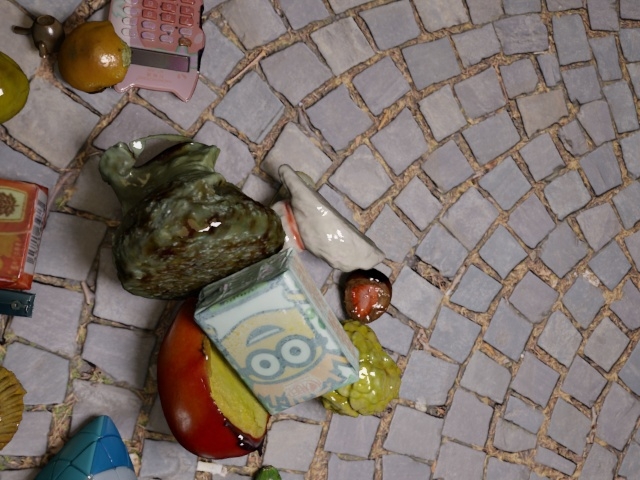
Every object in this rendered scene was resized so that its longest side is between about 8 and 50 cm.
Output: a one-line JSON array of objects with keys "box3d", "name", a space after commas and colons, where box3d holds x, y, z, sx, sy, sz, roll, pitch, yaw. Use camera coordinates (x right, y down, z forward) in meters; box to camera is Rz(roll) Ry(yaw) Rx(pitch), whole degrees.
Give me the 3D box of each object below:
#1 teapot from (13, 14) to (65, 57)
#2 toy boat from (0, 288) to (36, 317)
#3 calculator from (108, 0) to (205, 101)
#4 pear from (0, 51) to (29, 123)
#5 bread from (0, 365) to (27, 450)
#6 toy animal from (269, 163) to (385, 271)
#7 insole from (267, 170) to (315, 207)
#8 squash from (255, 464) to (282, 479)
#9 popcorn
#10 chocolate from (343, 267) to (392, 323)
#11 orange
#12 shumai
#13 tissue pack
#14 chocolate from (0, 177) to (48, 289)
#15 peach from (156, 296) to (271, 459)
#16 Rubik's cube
[{"box3d": [-0.619, -0.450, 1.303, 0.111, 0.080, 0.084, 16, 54, -4], "name": "teapot"}, {"box3d": [-0.687, 0.129, 1.274, 0.141, 0.060, 0.055, 10, 86, -11], "name": "toy boat"}, {"box3d": [-0.381, -0.490, 1.399, 0.220, 0.048, 0.329, 5, 85, -17], "name": "calculator"}, {"box3d": [-0.691, -0.316, 1.238, 0.149, 0.149, 0.162, 42, 81, -13], "name": "pear"}, {"box3d": [-0.735, 0.352, 1.207, 0.240, 0.139, 0.239, 0, 88, -15], "name": "bread"}, {"box3d": [0.000, 0.000, 1.452, 0.266, 0.308, 0.188, 39, 91, 30], "name": "toy animal"}, {"box3d": [-0.117, -0.019, 1.488, 0.119, 0.009, 0.348, 32, 79, -14], "name": "insole"}, {"box3d": [-0.137, 0.652, 1.431, 0.077, 0.068, 0.219, 19, 82, -33], "name": "squash"}, {"box3d": [0.081, 0.321, 1.444, 0.212, 0.259, 0.259, -27, 97, -2], "name": "popcorn"}, {"box3d": [0.115, 0.141, 1.503, 0.127, 0.124, 0.133, 11, 114, -48], "name": "chocolate"}, {"box3d": [-0.501, -0.398, 1.299, 0.160, 0.112, 0.169, 30, 113, 16], "name": "orange"}, {"box3d": [-0.283, -0.069, 1.296, 0.396, 0.395, 0.347, -8, 65, -18], "name": "shumai"}, {"box3d": [-0.085, 0.199, 1.256, 0.228, 0.128, 0.310, -25, 114, 16], "name": "tissue pack"}, {"box3d": [-0.707, -0.025, 1.233, 0.235, 0.108, 0.237, 10, 80, -19], "name": "chocolate"}, {"box3d": [-0.261, 0.311, 1.307, 0.201, 0.258, 0.361, -25, 92, 17], "name": "peach"}, {"box3d": [-0.517, 0.525, 1.233, 0.255, 0.254, 0.254, 1, 88, -18], "name": "Rubik's cube"}]
